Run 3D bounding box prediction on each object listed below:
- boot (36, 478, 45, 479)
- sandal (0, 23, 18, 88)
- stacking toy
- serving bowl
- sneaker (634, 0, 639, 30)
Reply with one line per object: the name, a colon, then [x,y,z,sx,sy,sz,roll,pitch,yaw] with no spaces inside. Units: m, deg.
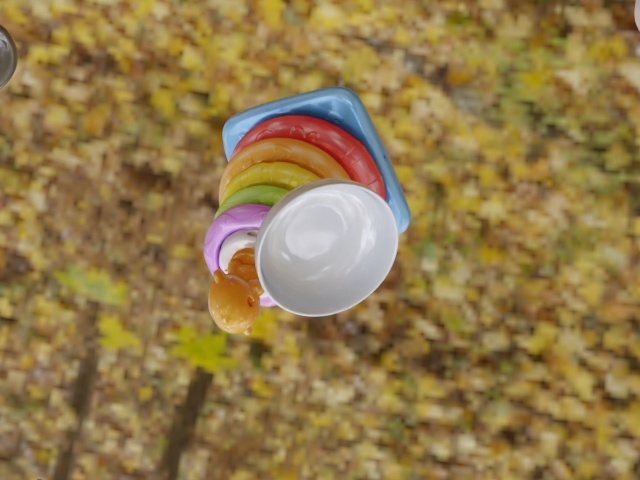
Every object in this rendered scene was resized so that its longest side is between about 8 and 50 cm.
boot: [-0.151,0.350,1.258,0.118,0.222,0.338,10,145,52]
sandal: [-0.329,-0.103,1.367,0.060,0.219,0.090,11,136,59]
stacking toy: [-0.044,-0.001,1.580,0.166,0.302,0.175,-15,114,26]
serving bowl: [0.000,0.000,0.938,0.083,0.083,0.027,22,-163,-32]
sneaker: [0.397,-0.231,1.415,0.297,0.129,0.111,-20,120,-9]
